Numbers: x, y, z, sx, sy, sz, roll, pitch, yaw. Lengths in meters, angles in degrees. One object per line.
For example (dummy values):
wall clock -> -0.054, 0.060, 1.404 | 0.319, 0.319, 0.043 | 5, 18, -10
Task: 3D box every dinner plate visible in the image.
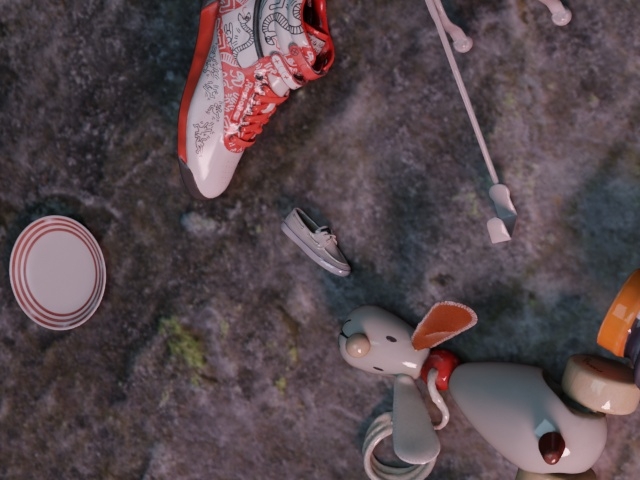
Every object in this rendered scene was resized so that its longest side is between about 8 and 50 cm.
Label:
dinner plate -> -0.320, 0.039, 1.745 | 0.141, 0.017, 0.141 | 1, 92, 24

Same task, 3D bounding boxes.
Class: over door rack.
over door rack -> 0.248, -0.180, 1.446 | 0.239, 0.108, 0.324 | -13, 102, 24

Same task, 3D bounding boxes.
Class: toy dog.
toy dog -> 0.158, 0.169, 1.463 | 0.333, 0.161, 0.220 | 0, 93, 24

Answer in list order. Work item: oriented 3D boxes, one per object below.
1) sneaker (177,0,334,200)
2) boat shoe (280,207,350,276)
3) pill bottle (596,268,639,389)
sneaker -> -0.069, -0.169, 1.583 | 0.145, 0.090, 0.270 | 11, 95, 25
boat shoe -> 0.000, 0.000, 1.594 | 0.100, 0.035, 0.035 | 42, 111, 23
pill bottle -> 0.394, 0.120, 1.373 | 0.245, 0.130, 0.130 | 29, 104, 19
